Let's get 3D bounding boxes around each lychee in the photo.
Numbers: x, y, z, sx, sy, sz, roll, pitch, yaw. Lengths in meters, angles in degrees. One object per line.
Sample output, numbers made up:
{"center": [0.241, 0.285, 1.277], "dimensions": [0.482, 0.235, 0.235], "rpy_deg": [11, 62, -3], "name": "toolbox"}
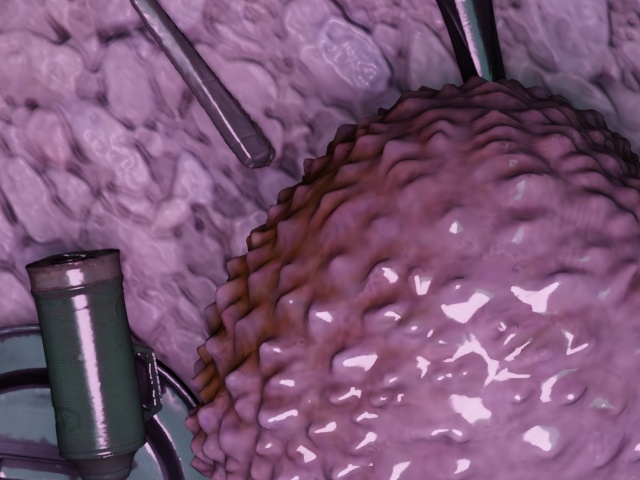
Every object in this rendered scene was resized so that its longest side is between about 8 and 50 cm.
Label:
{"center": [0.106, 0.070, 1.140], "dimensions": [0.432, 0.380, 0.380], "rpy_deg": [-24, 96, 8], "name": "lychee"}

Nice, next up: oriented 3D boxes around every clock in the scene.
{"center": [-0.223, 0.216, 1.298], "dimensions": [0.312, 0.061, 0.312], "rpy_deg": [0, 95, -2], "name": "clock"}

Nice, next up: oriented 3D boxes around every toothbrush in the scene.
{"center": [-0.132, -0.178, 1.283], "dimensions": [0.030, 0.030, 0.297], "rpy_deg": [-38, 97, -7], "name": "toothbrush"}

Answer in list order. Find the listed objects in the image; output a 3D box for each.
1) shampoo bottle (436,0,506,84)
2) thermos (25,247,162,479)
{"center": [0.118, -0.190, 1.290], "dimensions": [0.048, 0.027, 0.137], "rpy_deg": [-15, 95, -3], "name": "shampoo bottle"}
{"center": [-0.175, 0.103, 1.230], "dimensions": [0.073, 0.083, 0.188], "rpy_deg": [-5, 96, 20], "name": "thermos"}
